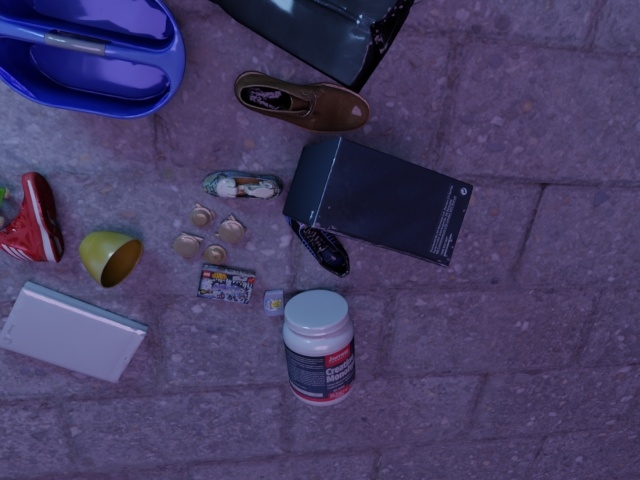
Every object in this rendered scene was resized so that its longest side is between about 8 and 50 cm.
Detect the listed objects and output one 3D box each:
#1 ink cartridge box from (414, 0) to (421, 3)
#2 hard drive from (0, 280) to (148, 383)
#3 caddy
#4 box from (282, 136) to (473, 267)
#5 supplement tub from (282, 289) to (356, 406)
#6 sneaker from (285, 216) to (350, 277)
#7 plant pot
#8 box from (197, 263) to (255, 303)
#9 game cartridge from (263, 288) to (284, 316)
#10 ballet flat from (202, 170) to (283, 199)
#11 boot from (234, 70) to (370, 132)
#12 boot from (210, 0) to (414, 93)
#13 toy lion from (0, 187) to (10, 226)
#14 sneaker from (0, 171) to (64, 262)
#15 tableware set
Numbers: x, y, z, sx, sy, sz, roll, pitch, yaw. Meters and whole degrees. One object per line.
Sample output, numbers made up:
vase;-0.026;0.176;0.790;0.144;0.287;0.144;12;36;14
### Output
ink cartridge box;0.193;-0.472;0.827;0.181;0.224;0.056;-23;118;2
hard drive;-0.643;0.249;1.156;0.308;0.040;0.203;28;109;-22
caddy;-0.418;-0.358;0.804;0.342;0.179;0.241;7;115;-13
box;0.104;-0.086;0.952;0.294;0.296;0.182;15;94;-18
supplement tub;-0.002;0.293;1.208;0.191;0.191;0.272;-8;118;-6
sneaker;0.000;0.000;1.113;0.081;0.090;0.232;-39;117;11
plant pot;-0.498;0.030;1.031;0.095;0.134;0.134;31;111;7
box;-0.247;0.115;1.160;0.137;0.027;0.093;10;121;-15
game cartridge;-0.129;0.174;1.223;0.056;0.017;0.083;-3;117;-4
ballet flat;-0.180;-0.124;1.032;0.189;0.070;0.070;-3;117;-8
boot;-0.031;-0.285;0.949;0.306;0.115;0.112;7;114;-15
boot;-0.037;-0.499;0.694;0.445;0.146;0.366;37;122;15
toy lion;-0.720;-0.068;0.962;0.034;0.096;0.100;18;78;-56
sneaker;-0.660;-0.043;0.975;0.128;0.087;0.221;-3;116;-12
tableware set;-0.277;-0.007;1.101;0.141;0.020;0.168;28;110;-21
